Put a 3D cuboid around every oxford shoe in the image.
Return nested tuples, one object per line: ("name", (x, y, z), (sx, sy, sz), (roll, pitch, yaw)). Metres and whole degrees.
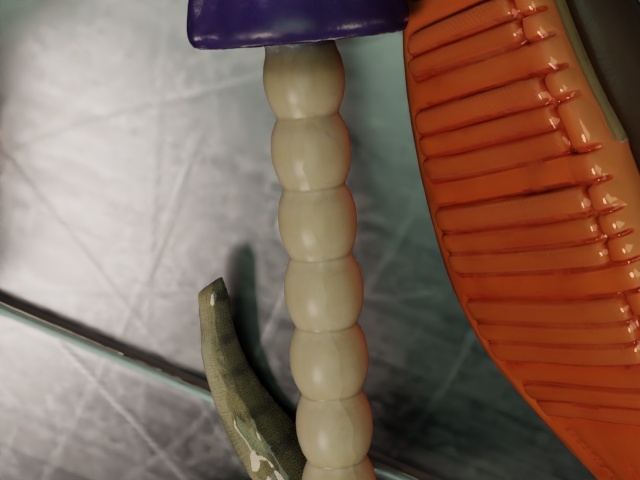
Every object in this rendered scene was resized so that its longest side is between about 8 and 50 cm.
("oxford shoe", (0.146, 0.030, 0.445), (0.133, 0.130, 0.363), (-30, 102, -16))

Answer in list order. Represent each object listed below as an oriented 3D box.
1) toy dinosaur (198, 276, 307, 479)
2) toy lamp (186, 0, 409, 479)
("toy dinosaur", (-0.007, 0.150, 0.527), (0.118, 0.064, 0.268), (-36, 102, 5))
("toy lamp", (0.000, 0.000, 0.434), (0.080, 0.080, 0.274), (-5, 100, 9))
